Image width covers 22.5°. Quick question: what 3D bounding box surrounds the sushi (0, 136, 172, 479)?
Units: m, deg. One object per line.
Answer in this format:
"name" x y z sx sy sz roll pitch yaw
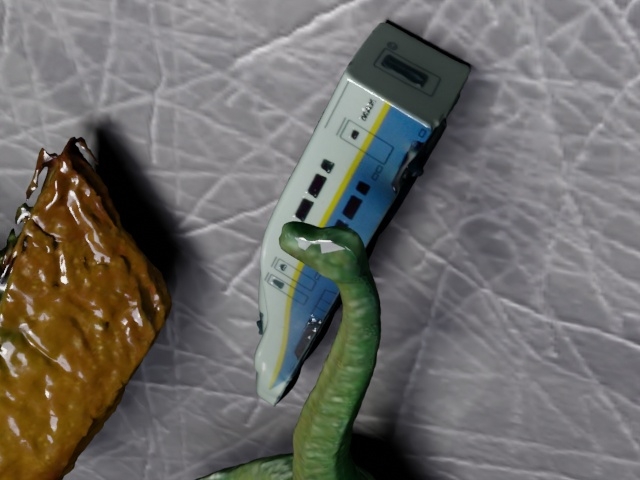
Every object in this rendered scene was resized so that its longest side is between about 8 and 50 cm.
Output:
"sushi" -0.183 0.074 0.854 0.140 0.149 0.287 37 141 -3

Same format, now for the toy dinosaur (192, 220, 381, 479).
"toy dinosaur" 0.050 0.151 0.849 0.301 0.087 0.447 -30 129 34

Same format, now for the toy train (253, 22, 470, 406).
"toy train" 0.000 0.000 0.767 0.051 0.052 0.234 31 136 2
